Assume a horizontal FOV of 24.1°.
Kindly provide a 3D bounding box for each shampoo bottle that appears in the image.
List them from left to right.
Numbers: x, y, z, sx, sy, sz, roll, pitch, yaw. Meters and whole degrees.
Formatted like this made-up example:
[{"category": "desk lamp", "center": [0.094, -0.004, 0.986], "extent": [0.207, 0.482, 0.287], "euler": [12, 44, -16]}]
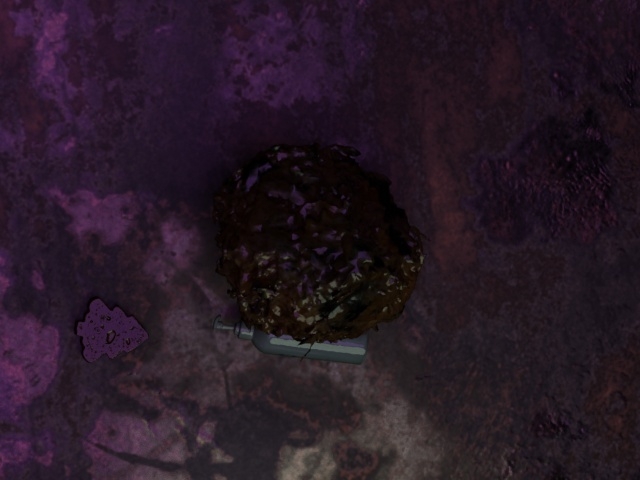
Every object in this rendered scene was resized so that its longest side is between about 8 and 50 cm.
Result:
[{"category": "shampoo bottle", "center": [-0.039, 0.118, 1.879], "extent": [0.195, 0.056, 0.056], "euler": [8, 93, -10]}]

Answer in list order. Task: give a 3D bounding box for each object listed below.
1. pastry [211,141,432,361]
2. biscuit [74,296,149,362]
[{"category": "pastry", "center": [0.000, 0.000, 1.794], "extent": [0.275, 0.193, 0.275], "euler": [2, 82, -15]}, {"category": "biscuit", "center": [-0.258, 0.112, 1.855], "extent": [0.092, 0.016, 0.082], "euler": [4, 89, -12]}]
